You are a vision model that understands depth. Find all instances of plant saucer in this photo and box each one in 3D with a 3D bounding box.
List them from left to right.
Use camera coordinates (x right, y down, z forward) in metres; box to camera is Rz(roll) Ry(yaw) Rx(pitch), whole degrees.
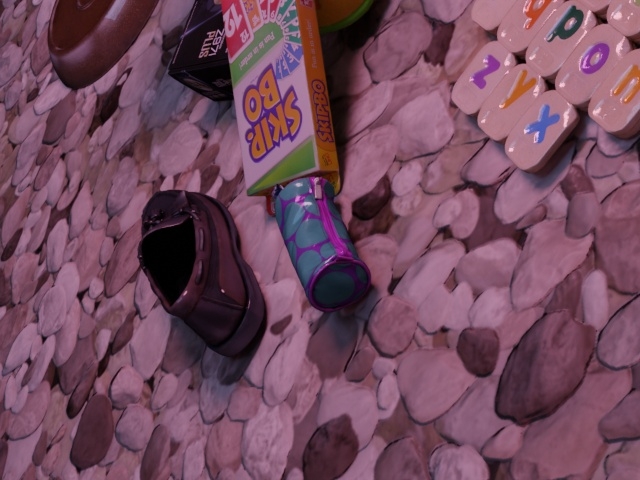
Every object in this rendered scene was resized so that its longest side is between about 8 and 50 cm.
[{"bbox_3d":[-0.326,-0.377,2.063,0.310,0.050,0.310,-33,43,38],"label":"plant saucer"}]

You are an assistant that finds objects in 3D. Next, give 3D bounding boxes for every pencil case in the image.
[{"bbox_3d":[0.000,0.000,1.314,0.151,0.064,0.070,-113,33,-50],"label":"pencil case"}]

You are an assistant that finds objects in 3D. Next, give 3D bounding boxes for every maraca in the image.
[{"bbox_3d":[-0.017,-0.287,1.495,0.186,0.099,0.127,14,79,30],"label":"maraca"}]

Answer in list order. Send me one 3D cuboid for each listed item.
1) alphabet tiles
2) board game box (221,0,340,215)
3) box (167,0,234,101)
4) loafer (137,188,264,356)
[{"bbox_3d":[0.232,-0.198,1.181,0.278,0.021,0.284,-54,33,13],"label":"alphabet tiles"},{"bbox_3d":[-0.044,-0.162,1.435,0.124,0.039,0.259,-17,81,48],"label":"board game box"},{"bbox_3d":[-0.086,-0.264,1.618,0.147,0.077,0.180,1,68,54],"label":"box"},{"bbox_3d":[-0.148,0.012,1.482,0.109,0.095,0.302,-54,33,12],"label":"loafer"}]
